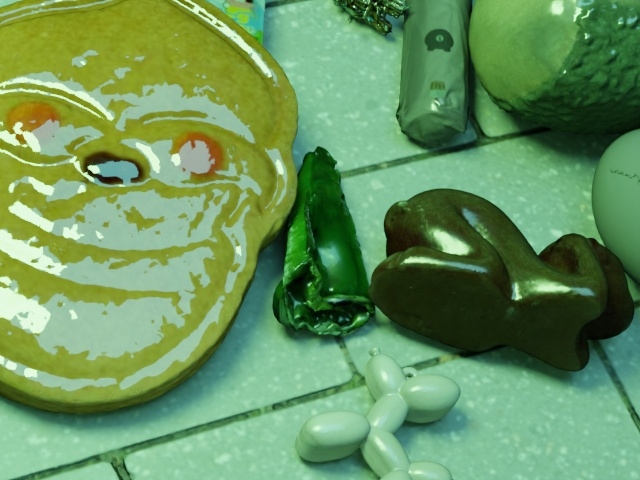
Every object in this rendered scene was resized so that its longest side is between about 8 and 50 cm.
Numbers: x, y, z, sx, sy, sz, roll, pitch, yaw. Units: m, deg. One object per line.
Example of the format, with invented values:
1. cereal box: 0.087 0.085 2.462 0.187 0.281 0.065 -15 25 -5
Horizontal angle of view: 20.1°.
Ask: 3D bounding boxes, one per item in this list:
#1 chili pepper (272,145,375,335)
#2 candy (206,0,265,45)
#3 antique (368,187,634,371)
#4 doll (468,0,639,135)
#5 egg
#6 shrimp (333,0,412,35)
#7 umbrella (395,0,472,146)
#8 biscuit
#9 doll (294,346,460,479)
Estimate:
1. chili pepper: 0.002 -0.001 1.742 0.108 0.062 0.216 38 42 -36
2. candy: -0.108 -0.259 1.872 0.097 0.062 0.194 8 56 -10
3. antique: 0.181 0.032 1.740 0.257 0.121 0.143 14 43 1
4. doll: 0.323 -0.220 1.866 0.349 0.247 0.247 12 55 -24
5. egg: 0.354 -0.021 1.800 0.146 0.146 0.198 -32 79 -30
6. shrimp: 0.028 -0.291 1.917 0.174 0.082 0.076 39 57 9
7. umbrella: 0.125 -0.248 1.926 0.073 0.067 0.337 -13 53 26
8. biscuit: -0.198 -0.056 1.681 0.350 0.078 0.455 14 64 -9
9. doll: 0.064 0.177 1.646 0.160 0.059 0.161 -26 68 -28
